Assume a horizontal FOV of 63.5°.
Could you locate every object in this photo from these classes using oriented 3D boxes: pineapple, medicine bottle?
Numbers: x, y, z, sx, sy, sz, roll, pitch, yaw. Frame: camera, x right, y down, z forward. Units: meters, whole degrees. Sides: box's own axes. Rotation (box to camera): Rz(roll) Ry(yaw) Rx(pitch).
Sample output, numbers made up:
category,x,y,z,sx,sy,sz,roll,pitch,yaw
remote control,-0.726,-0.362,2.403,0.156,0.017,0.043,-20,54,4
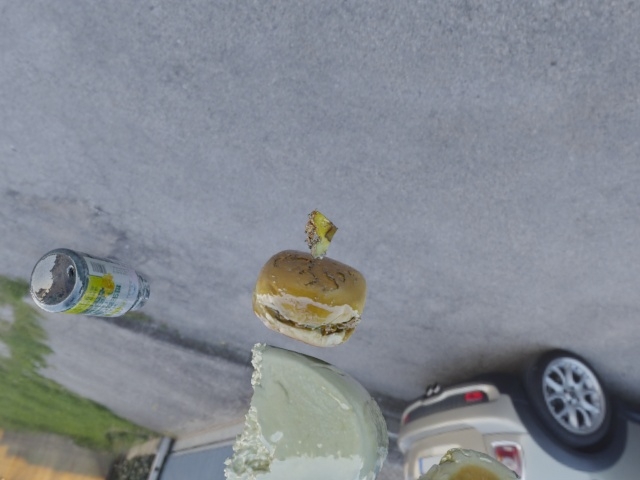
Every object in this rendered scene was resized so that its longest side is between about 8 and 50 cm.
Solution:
category,x,y,z,sx,sy,sz,roll,pitch,yaw
pineapple,0.000,0.000,1.169,0.077,0.114,0.114,7,140,-3
medicine bottle,-0.530,0.109,1.235,0.141,0.142,0.293,5,171,15

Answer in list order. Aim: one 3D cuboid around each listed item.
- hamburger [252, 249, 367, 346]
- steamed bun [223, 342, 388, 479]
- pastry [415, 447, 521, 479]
category,x,y,z,sx,sy,sz,roll,pitch,yaw
hamburger,-0.027,0.143,1.424,0.304,0.284,0.174,17,117,4
steamed bun,-0.031,0.299,0.875,0.273,0.272,0.290,-13,166,2
pastry,0.220,0.394,0.759,0.165,0.166,0.088,15,138,-2
